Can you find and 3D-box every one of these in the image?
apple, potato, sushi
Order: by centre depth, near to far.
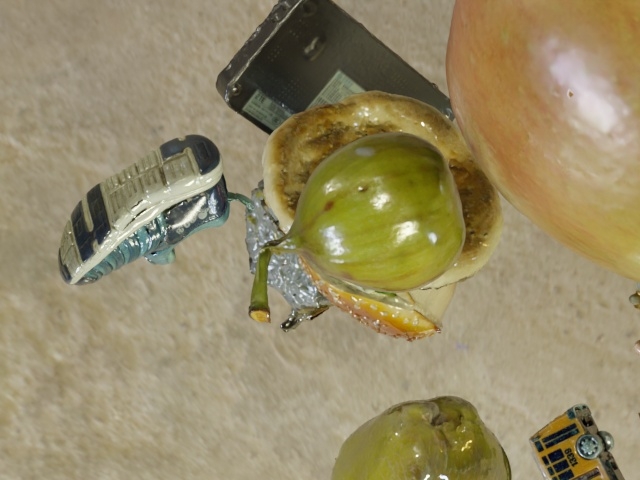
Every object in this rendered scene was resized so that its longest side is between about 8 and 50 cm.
[{"bbox_3d":[0.267,-0.120,0.856,0.338,0.338,0.305,-35,69,-7],"label":"apple"},{"bbox_3d":[0.115,0.292,1.426,0.218,0.351,0.202,-11,52,-11],"label":"potato"},{"bbox_3d":[0.000,0.000,1.748,0.184,0.139,0.274,-18,107,-38],"label":"sushi"}]

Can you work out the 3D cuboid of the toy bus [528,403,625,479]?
[{"bbox_3d":[0.366,0.326,1.723,0.103,0.091,0.182,-32,73,21],"label":"toy bus"}]

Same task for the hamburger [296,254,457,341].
[{"bbox_3d":[0.065,0.026,1.505,0.147,0.237,0.237,-44,73,-3],"label":"hamburger"}]

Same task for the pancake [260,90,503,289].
[{"bbox_3d":[0.072,-0.056,1.373,0.282,0.049,0.282,9,54,-13],"label":"pancake"}]

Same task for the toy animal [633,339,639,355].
[{"bbox_3d":[0.325,0.126,1.030,0.150,0.089,0.083,32,64,28],"label":"toy animal"}]

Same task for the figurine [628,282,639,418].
[{"bbox_3d":[0.603,0.080,1.492,0.387,0.268,0.401,19,43,37],"label":"figurine"}]

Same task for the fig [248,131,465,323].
[{"bbox_3d":[0.036,-0.014,1.097,0.186,0.142,0.148,-12,83,23],"label":"fig"}]

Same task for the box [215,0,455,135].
[{"bbox_3d":[0.030,-0.209,1.840,0.211,0.350,0.058,-49,38,12],"label":"box"}]

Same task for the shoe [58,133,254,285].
[{"bbox_3d":[-0.120,-0.012,0.868,0.143,0.071,0.064,-33,39,6],"label":"shoe"}]
